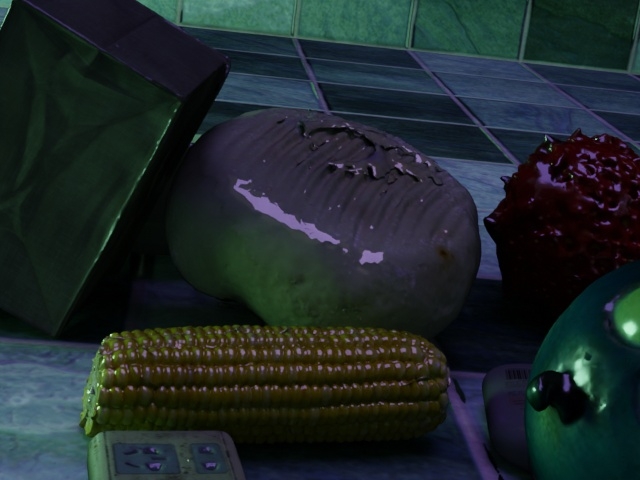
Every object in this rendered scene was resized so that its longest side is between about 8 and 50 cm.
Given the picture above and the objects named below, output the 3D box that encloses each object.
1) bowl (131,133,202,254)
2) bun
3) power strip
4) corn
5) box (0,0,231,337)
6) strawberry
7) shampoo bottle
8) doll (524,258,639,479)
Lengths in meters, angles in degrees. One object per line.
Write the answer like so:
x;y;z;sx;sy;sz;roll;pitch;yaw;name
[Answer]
-0.164;-0.050;1.158;0.211;0.112;0.211;7;9;-1;bowl
0.005;0.000;1.018;0.272;0.168;0.273;12;28;-6;bun
-0.071;0.171;0.646;0.092;0.034;0.268;3;18;-14;power strip
-0.034;0.096;0.824;0.248;0.081;0.081;2;18;-15;corn
-0.198;-0.070;0.977;0.155;0.231;0.149;32;21;-3;box
0.254;-0.007;1.126;0.201;0.187;0.184;28;58;13;strawberry
0.156;0.133;0.852;0.079;0.040;0.165;9;18;1;shampoo bottle
0.252;0.116;0.719;0.321;0.186;0.199;18;44;-23;doll
